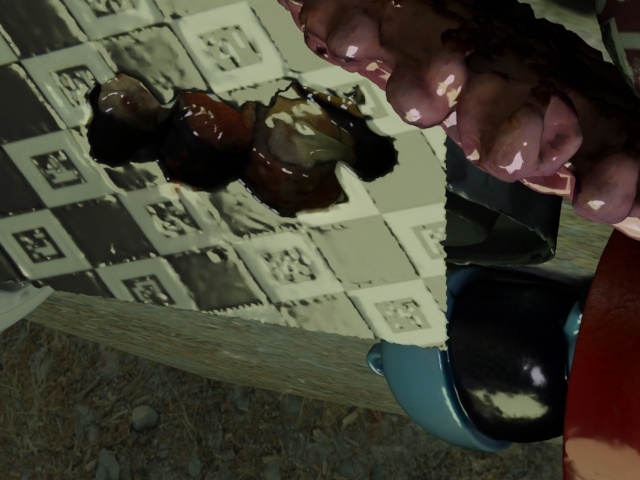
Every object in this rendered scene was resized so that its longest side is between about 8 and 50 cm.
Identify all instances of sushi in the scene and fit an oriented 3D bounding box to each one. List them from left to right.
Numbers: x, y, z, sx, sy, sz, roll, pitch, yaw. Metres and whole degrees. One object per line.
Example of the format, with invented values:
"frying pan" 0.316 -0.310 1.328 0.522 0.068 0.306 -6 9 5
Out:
"sushi" -0.066 -0.062 1.082 0.290 0.050 0.264 9 137 13

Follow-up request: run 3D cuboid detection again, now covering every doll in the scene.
"doll" 0.175 0.099 1.671 0.314 0.141 0.177 -3 132 31

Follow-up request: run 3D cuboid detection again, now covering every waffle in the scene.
"waffle" 0.086 -0.056 0.785 0.234 0.055 0.221 12 -158 -43

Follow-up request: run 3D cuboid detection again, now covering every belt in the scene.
"belt" 0.239 0.094 1.214 0.115 0.227 0.324 14 170 22

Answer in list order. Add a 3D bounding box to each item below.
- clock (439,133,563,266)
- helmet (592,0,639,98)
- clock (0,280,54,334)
"clock" 0.020 -0.046 1.248 0.281 0.055 0.280 14 171 2
"helmet" 0.168 -0.068 0.681 0.153 0.107 0.177 15 172 -26
"clock" -0.202 -0.016 1.211 0.053 0.236 0.236 35 -176 32
